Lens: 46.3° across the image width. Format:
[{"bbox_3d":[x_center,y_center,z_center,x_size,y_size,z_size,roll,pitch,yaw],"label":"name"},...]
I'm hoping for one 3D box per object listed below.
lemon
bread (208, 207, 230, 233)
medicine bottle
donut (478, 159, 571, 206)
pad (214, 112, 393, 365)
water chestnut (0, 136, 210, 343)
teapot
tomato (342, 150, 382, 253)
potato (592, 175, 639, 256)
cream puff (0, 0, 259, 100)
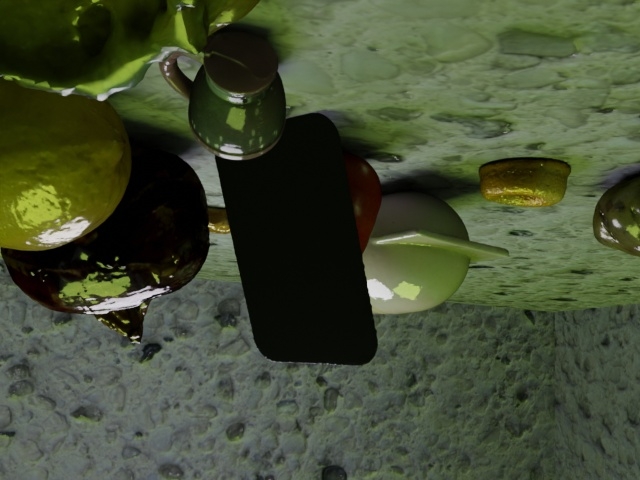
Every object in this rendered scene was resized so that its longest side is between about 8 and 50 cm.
[{"bbox_3d":[-0.368,-0.101,0.960,0.235,0.236,0.263,10,145,-33],"label":"lemon"},{"bbox_3d":[-0.255,-0.046,1.698,0.132,0.054,0.074,9,168,-18],"label":"bread"},{"bbox_3d":[0.145,0.027,1.467,0.235,0.236,0.406,10,168,-32],"label":"medicine bottle"},{"bbox_3d":[0.341,-0.094,1.257,0.151,0.058,0.152,5,170,1],"label":"donut"},{"bbox_3d":[0.000,0.000,1.122,0.314,0.376,0.063,-3,-168,39],"label":"pad"},{"bbox_3d":[-0.343,0.012,1.236,0.334,0.347,0.335,-5,-150,3],"label":"water chestnut"},{"bbox_3d":[-0.101,-0.181,0.848,0.116,0.148,0.146,-31,167,-19],"label":"teapot"},{"bbox_3d":[0.017,-0.049,1.214,0.136,0.195,0.195,15,167,-14],"label":"tomato"},{"bbox_3d":[0.553,-0.043,1.271,0.154,0.137,0.200,33,172,8],"label":"potato"},{"bbox_3d":[-0.170,-0.194,0.510,0.281,0.185,0.282,3,173,0],"label":"cream puff"}]
